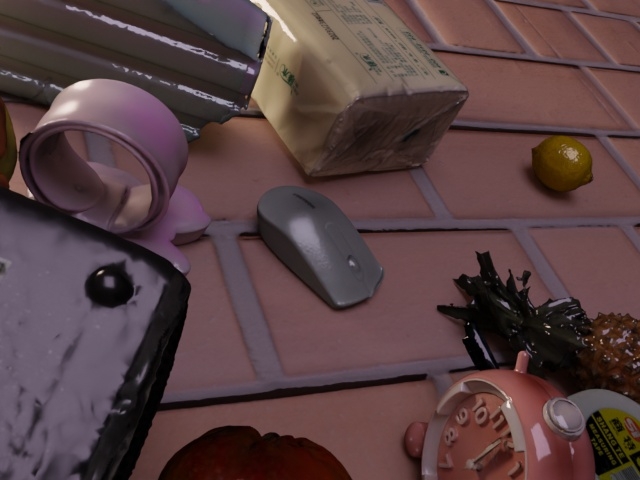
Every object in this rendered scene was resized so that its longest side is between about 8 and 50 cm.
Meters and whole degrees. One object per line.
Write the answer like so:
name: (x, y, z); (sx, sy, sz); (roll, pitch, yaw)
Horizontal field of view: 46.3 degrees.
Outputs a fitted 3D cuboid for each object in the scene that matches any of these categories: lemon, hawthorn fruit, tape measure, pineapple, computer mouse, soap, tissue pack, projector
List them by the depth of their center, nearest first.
projector: (-0.356, 0.148, 0.620); (0.406, 0.242, 0.395); (22, 60, -6)
hawthorn fruit: (-0.070, 0.307, 0.703); (0.224, 0.224, 0.260); (13, 67, -14)
tape measure: (0.339, 0.250, 1.011); (0.215, 0.098, 0.351); (-11, 61, -32)
pineapple: (0.355, 0.144, 1.118); (0.365, 0.165, 0.165); (22, 41, 9)
computer mouse: (0.000, 0.000, 1.133); (0.231, 0.079, 0.128); (42, 47, 13)
soap: (-0.313, -0.319, 1.162); (0.447, 0.261, 0.156); (16, 40, -9)
tissue pack: (0.032, -0.308, 1.354); (0.297, 0.207, 0.380); (-10, 53, -35)
lemon: (0.479, -0.151, 1.483); (0.133, 0.109, 0.109); (35, 43, 18)

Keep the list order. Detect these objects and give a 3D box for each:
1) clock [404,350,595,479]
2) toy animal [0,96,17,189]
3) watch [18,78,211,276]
clock: (0.222, 0.260, 0.855); (0.142, 0.241, 0.227); (10, 43, -21)
toy animal: (-0.485, -0.126, 0.907); (0.338, 0.215, 0.191); (20, 24, 29)
watch: (-0.261, -0.077, 0.976); (0.249, 0.217, 0.210); (19, 43, -6)
